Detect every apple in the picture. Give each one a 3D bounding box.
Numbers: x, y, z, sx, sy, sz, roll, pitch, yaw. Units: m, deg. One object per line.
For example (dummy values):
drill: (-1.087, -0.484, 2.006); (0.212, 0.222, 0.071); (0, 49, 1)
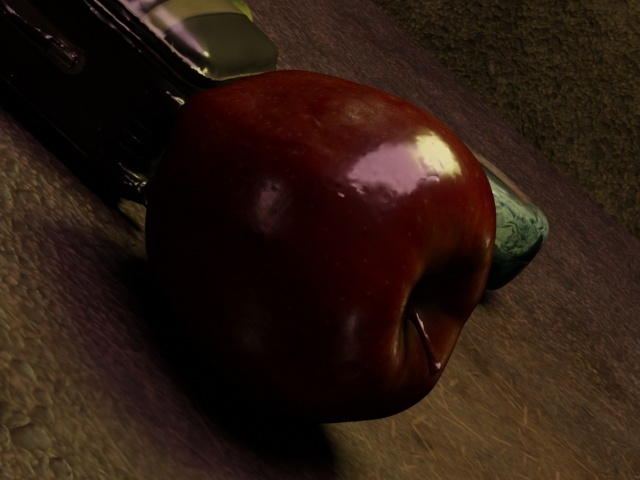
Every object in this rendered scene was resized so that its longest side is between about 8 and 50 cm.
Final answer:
apple: (0.000, 0.000, 1.295); (0.317, 0.288, 0.288); (38, 11, 37)

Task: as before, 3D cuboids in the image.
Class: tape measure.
tape measure: (0.179, -0.051, 2.061); (0.275, 0.147, 0.256); (47, 15, 34)

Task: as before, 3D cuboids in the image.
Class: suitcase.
suitcase: (-0.237, -0.231, 1.515); (0.434, 0.194, 0.283); (42, 17, 6)

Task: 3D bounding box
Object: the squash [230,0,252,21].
squash: (-0.170, -0.307, 2.061); (0.083, 0.083, 0.250); (46, 21, 16)
